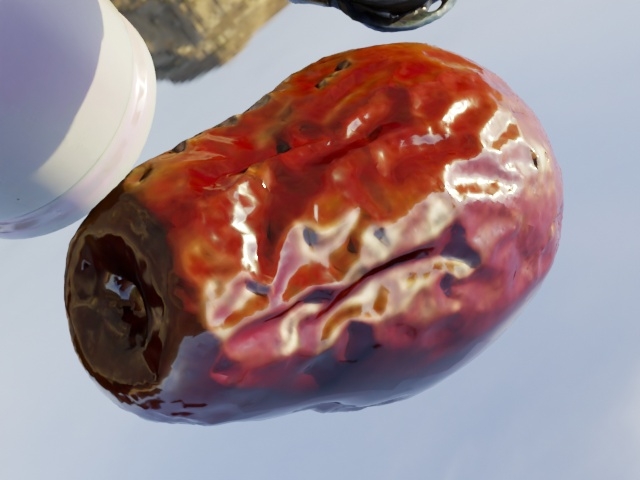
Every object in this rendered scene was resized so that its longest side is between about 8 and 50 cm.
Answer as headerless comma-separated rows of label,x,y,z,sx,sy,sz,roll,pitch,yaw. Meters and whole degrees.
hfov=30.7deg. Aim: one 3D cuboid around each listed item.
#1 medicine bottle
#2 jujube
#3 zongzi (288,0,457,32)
medicine bottle,-0.261,-0.144,0.746,0.202,0.316,0.202,-7,-113,17
jujube,0.000,0.000,0.563,0.255,0.190,0.190,-14,177,-42
zongzi,0.147,-0.330,0.669,0.432,0.403,0.208,-3,172,0
